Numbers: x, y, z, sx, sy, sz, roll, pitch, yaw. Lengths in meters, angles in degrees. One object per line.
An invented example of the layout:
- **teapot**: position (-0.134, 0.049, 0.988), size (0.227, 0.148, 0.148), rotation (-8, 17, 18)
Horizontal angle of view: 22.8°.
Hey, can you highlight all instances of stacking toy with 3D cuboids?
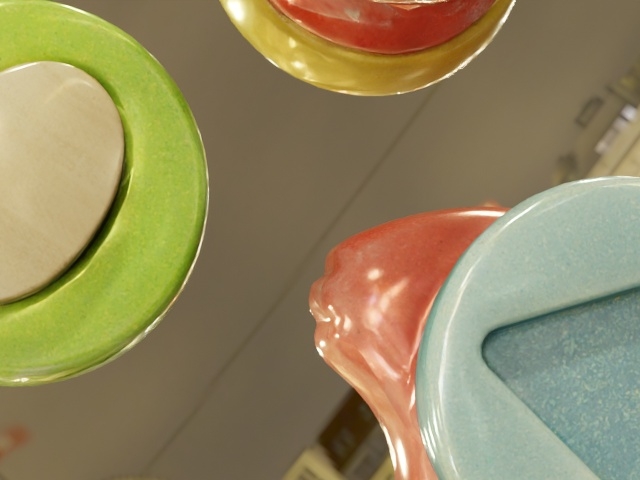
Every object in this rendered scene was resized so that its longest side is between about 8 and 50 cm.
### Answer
- **stacking toy**: position (0.000, 0.000, 0.498), size (0.279, 0.309, 0.130), rotation (-26, -1, -13)
